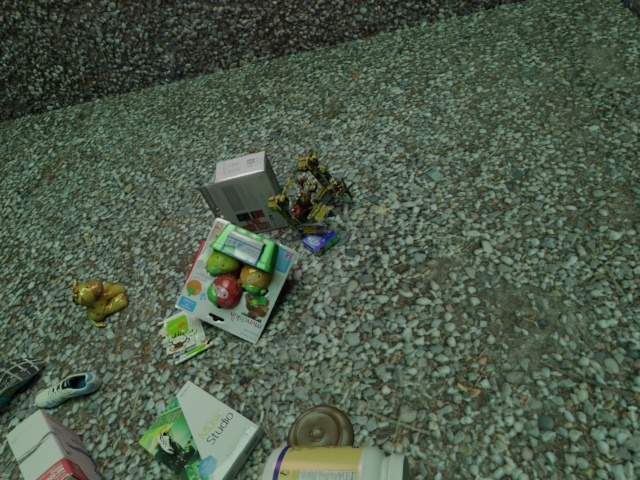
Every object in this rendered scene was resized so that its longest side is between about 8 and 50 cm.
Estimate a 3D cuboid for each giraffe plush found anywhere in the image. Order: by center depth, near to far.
[{"bbox_3d":[-0.884,0.219,1.924,0.181,0.170,0.210,14,55,29],"label":"giraffe plush"}]

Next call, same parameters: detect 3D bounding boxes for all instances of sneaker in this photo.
[{"bbox_3d":[-0.449,0.590,1.446,0.083,0.032,0.037,26,62,35],"label":"sneaker"},{"bbox_3d":[-0.885,0.511,1.715,0.237,0.086,0.085,-20,47,2],"label":"sneaker"},{"bbox_3d":[-1.137,0.527,1.777,0.107,0.110,0.275,31,45,19],"label":"sneaker"}]

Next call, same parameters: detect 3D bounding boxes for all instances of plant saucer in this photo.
[{"bbox_3d":[-0.004,0.554,1.398,0.198,0.036,0.198,-9,46,10],"label":"plant saucer"}]

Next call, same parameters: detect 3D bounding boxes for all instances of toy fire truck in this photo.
[{"bbox_3d":[-0.036,-0.159,2.061,0.135,0.047,0.192,5,51,21],"label":"toy fire truck"}]

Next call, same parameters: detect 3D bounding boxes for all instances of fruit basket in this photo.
[{"bbox_3d":[-0.297,0.132,1.724,0.327,0.165,0.353,23,77,9],"label":"fruit basket"}]

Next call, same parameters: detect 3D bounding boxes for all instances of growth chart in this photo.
[{"bbox_3d":[-0.493,0.341,1.780,0.172,0.021,0.237,-32,46,-9],"label":"growth chart"}]

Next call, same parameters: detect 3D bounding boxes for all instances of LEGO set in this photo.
[{"bbox_3d":[-0.021,-0.178,1.888,0.192,0.255,0.331,-3,39,53],"label":"LEGO set"}]

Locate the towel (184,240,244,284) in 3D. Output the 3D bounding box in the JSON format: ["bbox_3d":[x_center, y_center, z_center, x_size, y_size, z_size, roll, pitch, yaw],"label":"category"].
[{"bbox_3d":[-0.395,0.102,1.899,0.275,0.031,0.199,8,70,34],"label":"towel"}]

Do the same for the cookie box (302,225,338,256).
[{"bbox_3d":[0.000,0.000,1.905,0.107,0.040,0.092,-39,47,-18],"label":"cookie box"}]

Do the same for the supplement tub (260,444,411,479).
[{"bbox_3d":[0.043,0.618,1.179,0.331,0.241,0.241,-6,47,14],"label":"supplement tub"}]

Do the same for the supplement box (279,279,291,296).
[{"bbox_3d":[-0.158,0.161,1.810,0.083,0.043,0.055,23,59,34],"label":"supplement box"}]

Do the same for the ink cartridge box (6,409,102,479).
[{"bbox_3d":[-0.769,0.659,1.450,0.117,0.207,0.283,-41,49,-20],"label":"ink cartridge box"}]

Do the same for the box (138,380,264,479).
[{"bbox_3d":[-0.358,0.588,1.476,0.322,0.058,0.232,18,57,34],"label":"box"}]

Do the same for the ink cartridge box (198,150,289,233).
[{"bbox_3d":[-0.300,-0.174,1.984,0.272,0.309,0.130,-12,46,8],"label":"ink cartridge box"}]
